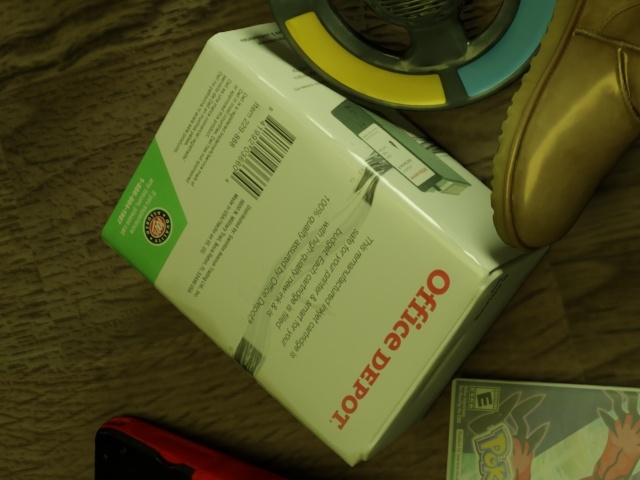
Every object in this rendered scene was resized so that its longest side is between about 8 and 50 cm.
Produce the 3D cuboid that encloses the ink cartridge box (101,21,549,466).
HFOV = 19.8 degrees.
[{"bbox_3d":[0.000,0.000,1.434,0.289,0.121,0.211,42,119,16],"label":"ink cartridge box"}]

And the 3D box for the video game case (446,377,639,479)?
[{"bbox_3d":[0.179,0.210,1.402,0.183,0.023,0.201,1,84,31],"label":"video game case"}]

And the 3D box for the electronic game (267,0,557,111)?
[{"bbox_3d":[0.069,-0.198,1.345,0.229,0.048,0.229,6,122,10],"label":"electronic game"}]

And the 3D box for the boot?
[{"bbox_3d":[0.260,-0.072,1.230,0.270,0.089,0.236,22,99,38],"label":"boot"}]

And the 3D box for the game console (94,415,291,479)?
[{"bbox_3d":[-0.080,0.373,1.586,0.342,0.060,0.386,17,110,45],"label":"game console"}]
